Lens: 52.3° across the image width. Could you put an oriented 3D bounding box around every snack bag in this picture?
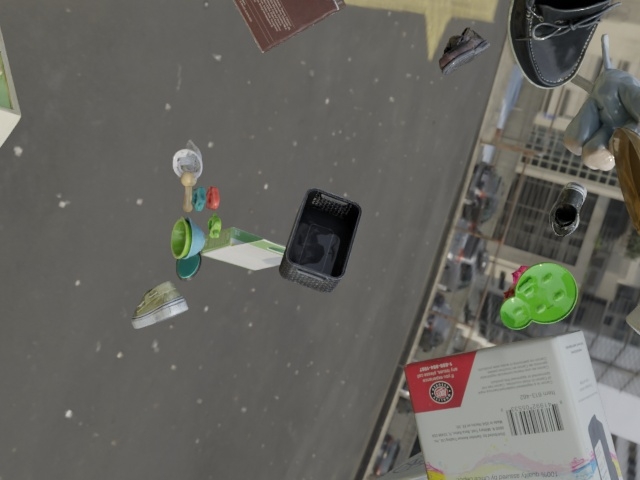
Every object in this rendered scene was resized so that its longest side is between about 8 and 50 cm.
[{"bbox_3d":[0.287,0.396,1.223,0.323,0.342,0.037,-6,70,-50],"label":"snack bag"}]

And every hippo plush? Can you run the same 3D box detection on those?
[{"bbox_3d":[0.719,-0.271,1.516,0.236,0.294,0.234,13,131,-31],"label":"hippo plush"}]

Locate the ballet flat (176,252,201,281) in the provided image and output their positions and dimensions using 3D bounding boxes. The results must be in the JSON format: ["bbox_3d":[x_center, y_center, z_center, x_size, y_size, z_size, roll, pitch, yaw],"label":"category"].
[{"bbox_3d":[-0.357,0.052,1.785,0.203,0.074,0.074,-105,-170,-46],"label":"ballet flat"}]

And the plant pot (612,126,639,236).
[{"bbox_3d":[0.596,-0.101,1.209,0.236,0.032,0.237,-16,90,-76],"label":"plant pot"}]

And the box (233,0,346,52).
[{"bbox_3d":[-0.074,-0.555,1.481,0.167,0.203,0.168,61,18,-16],"label":"box"}]

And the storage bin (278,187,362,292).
[{"bbox_3d":[0.000,0.000,1.313,0.084,0.121,0.180,118,-10,-62],"label":"storage bin"}]

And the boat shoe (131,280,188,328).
[{"bbox_3d":[-0.452,0.178,1.814,0.109,0.302,0.094,-16,85,-38],"label":"boat shoe"}]

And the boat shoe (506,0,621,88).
[{"bbox_3d":[0.478,-0.475,1.275,0.500,0.186,0.156,75,5,-55],"label":"boat shoe"}]

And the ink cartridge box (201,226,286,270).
[{"bbox_3d":[-0.146,0.016,1.547,0.171,0.235,0.056,21,65,-41],"label":"ink cartridge box"}]

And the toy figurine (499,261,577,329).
[{"bbox_3d":[0.454,0.115,1.433,0.173,0.130,0.159,-37,-177,5],"label":"toy figurine"}]

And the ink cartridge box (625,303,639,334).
[{"bbox_3d":[0.644,0.140,1.022,0.272,0.114,0.197,35,101,-32],"label":"ink cartridge box"}]

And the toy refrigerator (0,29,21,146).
[{"bbox_3d":[-0.596,-0.293,1.108,0.094,0.270,0.102,-42,147,26],"label":"toy refrigerator"}]

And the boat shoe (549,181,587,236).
[{"bbox_3d":[0.394,-0.041,1.053,0.040,0.049,0.142,-59,157,-22],"label":"boat shoe"}]

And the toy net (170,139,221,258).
[{"bbox_3d":[-0.222,-0.087,1.115,0.045,0.232,0.122,5,148,-33],"label":"toy net"}]

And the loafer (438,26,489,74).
[{"bbox_3d":[0.407,-0.567,1.931,0.109,0.095,0.302,-38,179,40],"label":"loafer"}]

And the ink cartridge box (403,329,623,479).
[{"bbox_3d":[0.149,0.167,0.491,0.072,0.127,0.175,4,71,-53],"label":"ink cartridge box"}]
